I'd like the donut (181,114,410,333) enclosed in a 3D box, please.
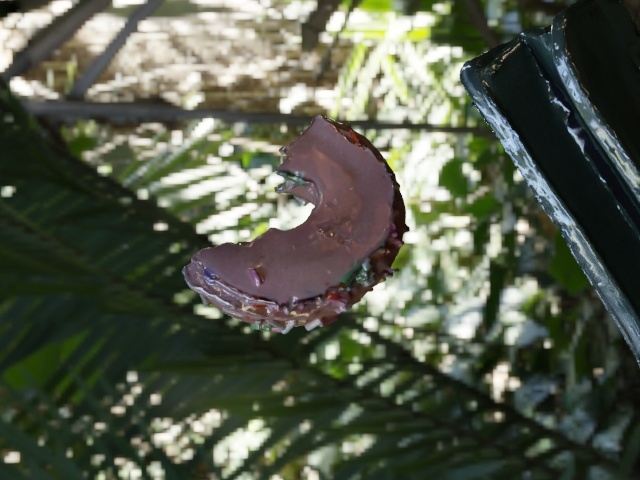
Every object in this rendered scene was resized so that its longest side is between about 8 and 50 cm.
[{"bbox_3d":[0.000,0.000,0.818,0.166,0.117,0.065,-52,-17,-27],"label":"donut"}]

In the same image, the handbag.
[{"bbox_3d":[0.214,-0.045,0.837,0.247,0.079,0.260,57,-153,-1],"label":"handbag"}]
